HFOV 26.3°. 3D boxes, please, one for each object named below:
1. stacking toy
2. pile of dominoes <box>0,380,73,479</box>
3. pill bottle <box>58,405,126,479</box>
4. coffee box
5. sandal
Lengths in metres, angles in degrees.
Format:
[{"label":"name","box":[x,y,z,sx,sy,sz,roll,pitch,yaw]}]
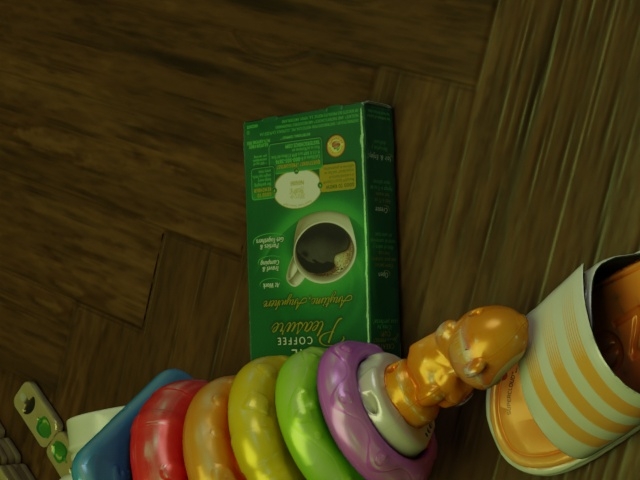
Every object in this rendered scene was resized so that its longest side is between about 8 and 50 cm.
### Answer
[{"label":"stacking toy","box":[0.010,0.122,0.880,0.302,0.175,0.165,-32,96,25]},{"label":"pile of dominoes","box":[-0.251,0.261,1.155,0.251,0.040,0.196,50,116,28]},{"label":"pill bottle","box":[-0.131,0.232,1.016,0.117,0.117,0.215,-18,77,35]},{"label":"coffee box","box":[0.000,0.000,0.974,0.113,0.040,0.184,-6,84,37]},{"label":"sandal","box":[0.186,0.047,0.808,0.265,0.076,0.102,-41,65,29]}]
